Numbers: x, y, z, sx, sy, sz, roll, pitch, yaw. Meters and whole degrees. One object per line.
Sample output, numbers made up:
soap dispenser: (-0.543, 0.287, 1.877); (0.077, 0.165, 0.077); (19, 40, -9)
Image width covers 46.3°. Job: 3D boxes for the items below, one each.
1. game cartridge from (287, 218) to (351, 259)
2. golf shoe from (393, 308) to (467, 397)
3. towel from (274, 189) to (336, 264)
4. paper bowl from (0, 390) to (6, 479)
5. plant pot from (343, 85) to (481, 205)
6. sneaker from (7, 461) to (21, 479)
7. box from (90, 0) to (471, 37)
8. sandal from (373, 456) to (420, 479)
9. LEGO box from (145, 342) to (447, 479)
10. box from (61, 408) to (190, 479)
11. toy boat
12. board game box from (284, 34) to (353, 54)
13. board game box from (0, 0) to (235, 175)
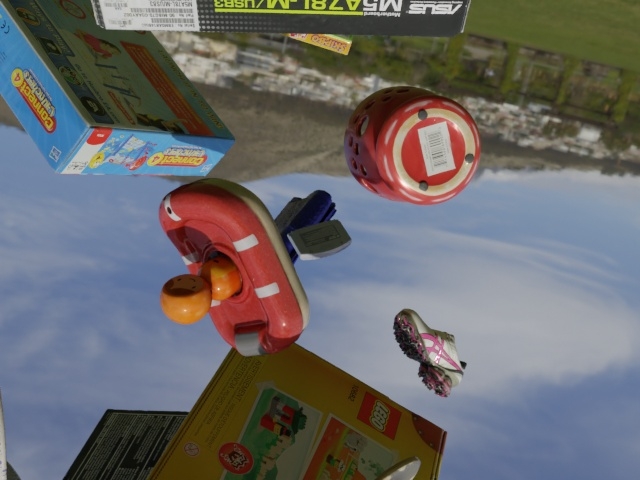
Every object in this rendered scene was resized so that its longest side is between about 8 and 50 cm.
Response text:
game cartridge: (0.000, 0.000, 1.089); (0.083, 0.017, 0.056); (-16, -132, -20)
golf shoe: (0.188, 0.179, 1.286); (0.086, 0.186, 0.067); (-44, -152, -24)
towel: (-0.098, 0.029, 1.623); (0.076, 0.308, 0.227); (43, 166, -12)
paper bowl: (-0.476, 0.224, 0.888); (0.148, 0.284, 0.284); (-2, -159, -33)
plant pot: (0.146, -0.149, 1.197); (0.191, 0.191, 0.174); (9, -169, -14)
sneaker: (-0.738, 0.493, 1.525); (0.282, 0.161, 0.102); (31, 172, 18)
box: (-0.020, -0.191, 0.414); (0.190, 0.045, 0.184); (0, -126, -3)
sandal: (0.048, 0.319, 0.788); (0.240, 0.088, 0.079); (-17, -136, -41)
LEGO box: (-0.057, 0.392, 1.046); (0.372, 0.193, 0.500); (31, -148, 1)
box: (-0.331, 0.498, 1.460); (0.294, 0.183, 0.296); (-4, -146, 22)
toy boat: (-0.126, 0.046, 0.887); (0.151, 0.231, 0.151); (-16, -168, 46)
board game box: (0.007, -0.415, 1.256); (0.124, 0.039, 0.259); (16, -128, -5)
board game box: (-0.317, -0.231, 1.077); (0.308, 0.086, 0.302); (52, -155, 16)
